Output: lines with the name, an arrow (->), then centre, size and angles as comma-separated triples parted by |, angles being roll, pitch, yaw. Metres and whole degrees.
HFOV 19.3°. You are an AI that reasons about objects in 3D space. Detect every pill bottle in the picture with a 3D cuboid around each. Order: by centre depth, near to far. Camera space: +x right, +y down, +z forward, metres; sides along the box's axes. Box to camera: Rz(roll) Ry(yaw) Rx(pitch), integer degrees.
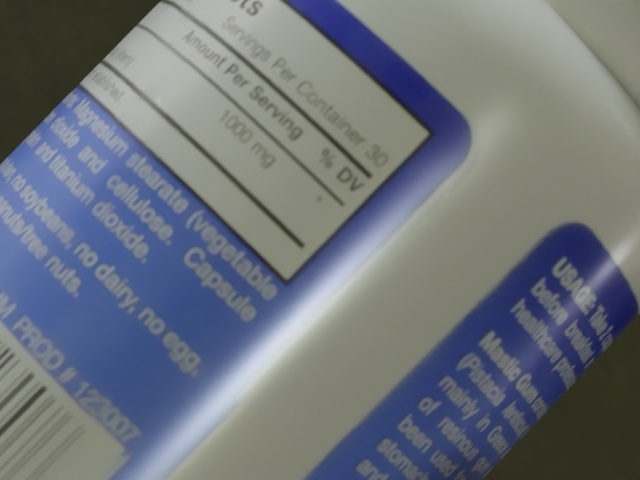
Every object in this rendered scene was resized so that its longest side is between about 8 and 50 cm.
pill bottle -> 0.000, 0.000, 0.508 | 0.272, 0.152, 0.152 | -46, 122, -3
